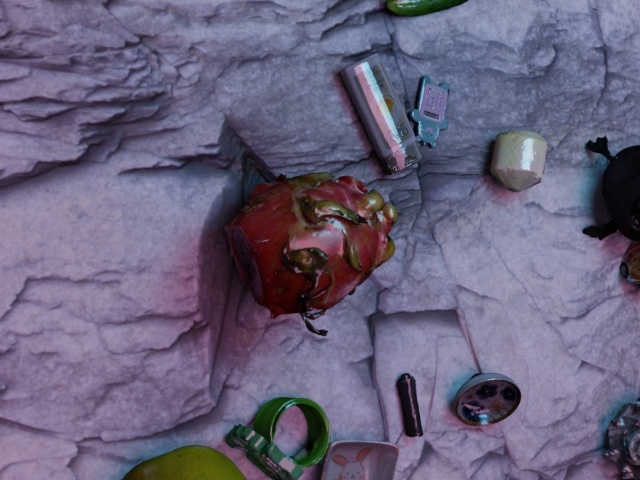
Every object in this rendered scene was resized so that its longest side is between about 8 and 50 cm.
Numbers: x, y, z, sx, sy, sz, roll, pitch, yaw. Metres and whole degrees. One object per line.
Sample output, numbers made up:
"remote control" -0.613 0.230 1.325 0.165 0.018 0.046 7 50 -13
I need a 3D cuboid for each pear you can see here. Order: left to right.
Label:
"pear" -0.218 0.494 1.331 0.294 0.294 0.294 0 90 -24

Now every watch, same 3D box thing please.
"watch" -0.065 0.348 1.481 0.165 0.131 0.152 48 62 -15

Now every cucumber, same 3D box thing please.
"cucumber" 0.241 -0.493 1.648 0.250 0.056 0.056 -21 98 -20

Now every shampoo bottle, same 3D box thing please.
"shampoo bottle" 0.121 -0.245 1.594 0.086 0.056 0.227 -29 101 -20

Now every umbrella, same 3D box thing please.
"umbrella" 0.179 0.331 1.633 0.036 0.031 0.133 -11 93 -25

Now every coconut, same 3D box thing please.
"coconut" 0.412 -0.161 1.690 0.116 0.116 0.122 9 88 -23

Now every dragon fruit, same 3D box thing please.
"dragon fruit" 0.000 0.000 1.438 0.291 0.269 0.250 -17 106 -19

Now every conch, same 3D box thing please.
"conch" 0.748 0.481 1.812 0.241 0.186 0.312 -9 114 3

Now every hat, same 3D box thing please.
"hat" 0.709 -0.130 1.816 0.336 0.209 0.238 -32 123 -38

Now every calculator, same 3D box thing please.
"calculator" 0.224 -0.262 1.660 0.094 0.019 0.141 13 84 -26

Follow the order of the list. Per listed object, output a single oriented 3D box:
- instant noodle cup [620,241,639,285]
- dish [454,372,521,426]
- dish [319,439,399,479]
"instant noodle cup" 0.776 0.075 1.853 0.136 0.127 0.127 35 77 -28
"dish" 0.336 0.309 1.686 0.141 0.078 0.141 -5 126 -7
"dish" 0.059 0.483 1.556 0.151 0.077 0.212 8 87 -22
